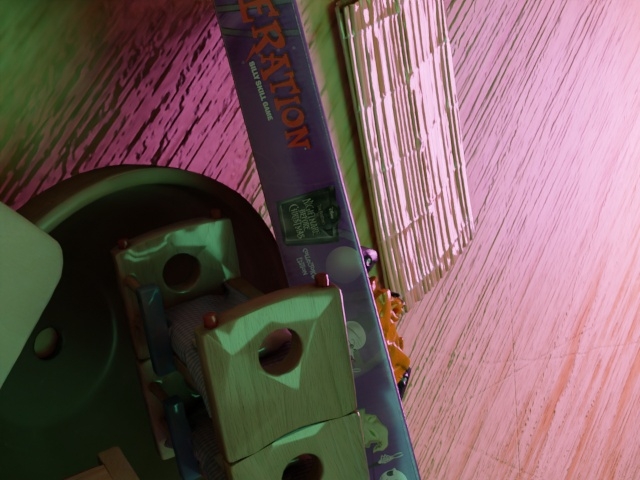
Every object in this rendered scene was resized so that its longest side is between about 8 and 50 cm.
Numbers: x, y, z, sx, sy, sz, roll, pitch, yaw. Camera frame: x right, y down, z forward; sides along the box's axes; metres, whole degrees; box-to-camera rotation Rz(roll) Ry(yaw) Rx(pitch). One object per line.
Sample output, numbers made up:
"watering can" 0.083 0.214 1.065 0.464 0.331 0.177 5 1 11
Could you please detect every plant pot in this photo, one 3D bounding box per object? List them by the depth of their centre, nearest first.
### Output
"plant pot" -0.131 0.069 0.540 0.237 0.109 0.237 -16 111 -48

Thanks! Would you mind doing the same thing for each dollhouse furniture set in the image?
"dollhouse furniture set" -0.092 0.083 0.425 0.183 0.129 0.129 -19 114 -24

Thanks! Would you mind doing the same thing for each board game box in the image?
"board game box" 0.000 0.000 0.562 0.208 0.056 0.347 -48 124 -84

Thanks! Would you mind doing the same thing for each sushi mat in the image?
"sushi mat" 0.085 -0.093 0.856 0.151 0.019 0.317 -42 132 -39

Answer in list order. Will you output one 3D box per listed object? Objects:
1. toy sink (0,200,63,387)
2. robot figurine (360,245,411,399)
"toy sink" -0.247 0.003 0.355 0.234 0.131 0.153 42 67 -45
"robot figurine" -0.032 0.133 0.718 0.291 0.085 0.211 -46 134 -34
